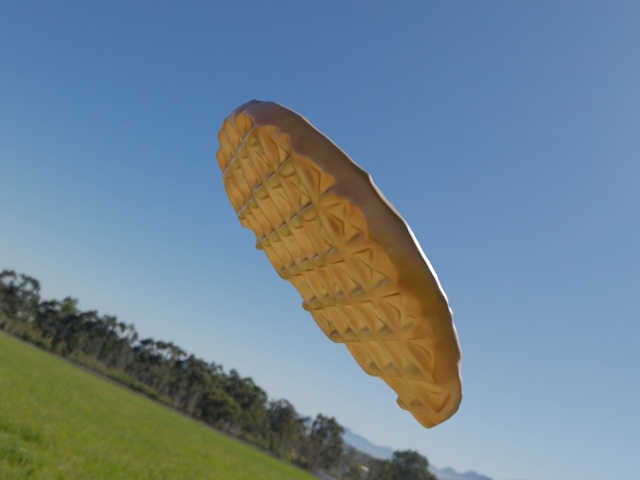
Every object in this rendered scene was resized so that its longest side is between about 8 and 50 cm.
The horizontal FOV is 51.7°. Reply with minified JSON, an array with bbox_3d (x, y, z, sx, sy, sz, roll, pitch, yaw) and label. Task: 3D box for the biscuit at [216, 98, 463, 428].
[{"bbox_3d":[0.000,0.000,0.517,0.309,0.040,0.205,47,-22,27],"label":"biscuit"}]
